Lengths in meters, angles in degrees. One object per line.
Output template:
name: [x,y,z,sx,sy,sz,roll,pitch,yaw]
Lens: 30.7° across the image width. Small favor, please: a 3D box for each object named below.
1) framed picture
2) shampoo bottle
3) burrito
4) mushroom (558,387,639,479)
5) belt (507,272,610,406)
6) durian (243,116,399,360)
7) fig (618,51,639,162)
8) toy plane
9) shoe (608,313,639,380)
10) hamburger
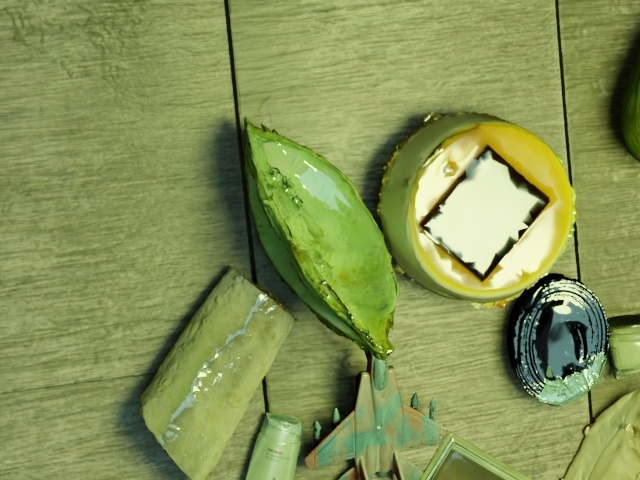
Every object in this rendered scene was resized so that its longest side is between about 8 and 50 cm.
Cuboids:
framed picture: [0.252,0.439,1.817,0.252,0.014,0.197,31,89,-13]
shampoo bottle: [-0.078,0.362,1.720,0.072,0.049,0.212,13,93,-9]
burrito: [-0.153,0.195,1.660,0.143,0.105,0.299,32,88,-17]
mushroom: [0.486,0.363,1.792,0.151,0.156,0.285,25,102,-21]
belt: [0.361,0.152,1.764,0.151,0.078,0.198,6,97,2]
durian: [0.010,-0.004,1.581,0.163,0.198,0.394,-22,59,-7]
fig: [0.573,-0.232,1.704,0.233,0.233,0.314,32,85,-13]
toy plane: [0.079,0.237,1.698,0.223,0.104,0.326,-9,114,-11]
shoe: [0.573,0.162,1.812,0.275,0.103,0.098,-2,98,-6]
hamburger: [0.223,-0.044,1.674,0.294,0.179,0.276,37,85,-10]
